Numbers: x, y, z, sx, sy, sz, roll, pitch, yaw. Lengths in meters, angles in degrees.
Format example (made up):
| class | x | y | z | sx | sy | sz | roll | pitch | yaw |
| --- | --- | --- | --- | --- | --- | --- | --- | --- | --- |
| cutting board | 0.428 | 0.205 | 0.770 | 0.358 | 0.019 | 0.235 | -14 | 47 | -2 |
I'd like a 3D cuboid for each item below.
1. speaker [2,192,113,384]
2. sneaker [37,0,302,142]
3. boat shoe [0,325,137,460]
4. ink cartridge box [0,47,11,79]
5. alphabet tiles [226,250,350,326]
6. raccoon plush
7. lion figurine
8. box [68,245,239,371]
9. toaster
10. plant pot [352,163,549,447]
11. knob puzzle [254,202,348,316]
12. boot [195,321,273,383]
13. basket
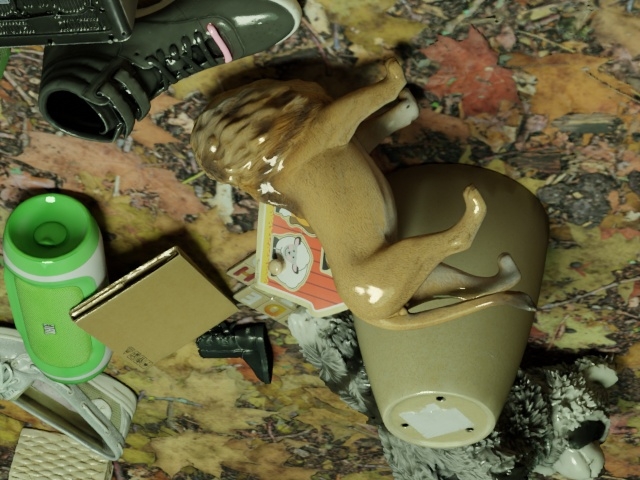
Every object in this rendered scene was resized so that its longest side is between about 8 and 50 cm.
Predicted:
| class | x | y | z | sx | sy | sz | roll | pitch | yaw |
| --- | --- | --- | --- | --- | --- | --- | --- | --- | --- |
| speaker | -0.340 | 0.069 | 1.816 | 0.131 | 0.131 | 0.296 | 6 | 144 | 2 |
| sneaker | -0.162 | -0.177 | 1.431 | 0.296 | 0.147 | 0.104 | -8 | 139 | 18 |
| boat shoe | -0.415 | 0.223 | 2.055 | 0.118 | 0.103 | 0.320 | -26 | 133 | 38 |
| ink cartridge box | -0.406 | -0.170 | 1.422 | 0.093 | 0.219 | 0.160 | 2 | 144 | 8 |
| alphabet tiles | 0.002 | 0.071 | 1.854 | 0.237 | 0.009 | 0.198 | 30 | 139 | -28 |
| raccoon plush | 0.210 | 0.170 | 1.864 | 0.446 | 0.299 | 0.216 | 54 | 147 | -8 |
| lion figurine | 0.035 | -0.033 | 1.469 | 0.240 | 0.392 | 0.142 | -31 | 159 | 2 |
| box | -0.213 | 0.093 | 1.816 | 0.164 | 0.021 | 0.201 | -33 | 149 | 4 |
| toaster | -0.278 | -0.282 | 1.338 | 0.168 | 0.110 | 0.185 | -2 | 143 | 12 |
| plant pot | 0.144 | 0.096 | 1.633 | 0.256 | 0.274 | 0.256 | 3 | 143 | 3 |
| knob puzzle | 0.000 | 0.000 | 1.593 | 0.213 | 0.213 | 0.030 | -27 | 174 | 38 |
| boot | -0.122 | 0.159 | 1.965 | 0.099 | 0.045 | 0.121 | -1 | 136 | 8 |
| basket | -0.428 | 0.384 | 2.273 | 0.167 | 0.113 | 0.103 | 12 | 140 | -5 |
